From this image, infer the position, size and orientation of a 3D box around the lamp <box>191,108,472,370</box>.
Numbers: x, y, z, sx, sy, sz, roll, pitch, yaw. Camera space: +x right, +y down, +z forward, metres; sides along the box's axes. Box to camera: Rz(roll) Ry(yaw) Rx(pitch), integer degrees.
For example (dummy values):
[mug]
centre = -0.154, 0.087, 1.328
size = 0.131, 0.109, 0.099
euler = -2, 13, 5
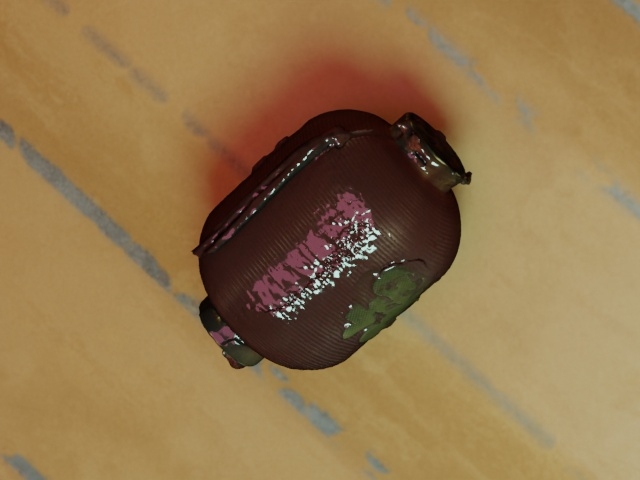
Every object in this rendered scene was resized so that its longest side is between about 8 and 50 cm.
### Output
[lamp]
centre = 0.000, 0.000, 1.578
size = 0.258, 0.180, 0.180
euler = -42, 83, 15
